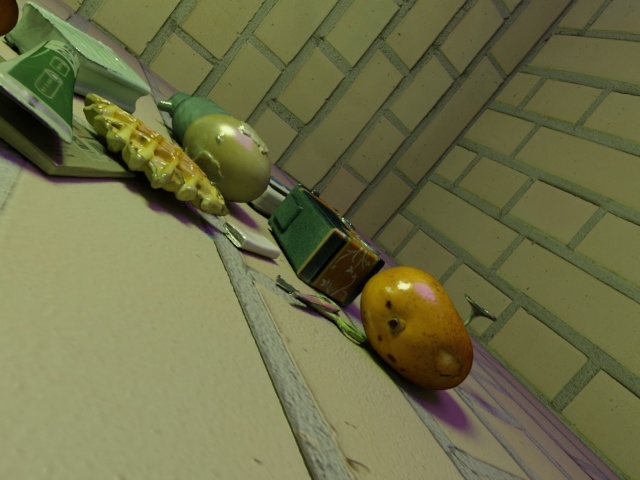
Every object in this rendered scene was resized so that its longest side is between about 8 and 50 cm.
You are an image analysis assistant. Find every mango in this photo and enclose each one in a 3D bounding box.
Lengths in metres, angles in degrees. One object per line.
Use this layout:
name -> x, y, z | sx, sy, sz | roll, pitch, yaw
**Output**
mango -> 0.185, 0.171, 0.855 | 0.290, 0.159, 0.191 | 48, 8, -37

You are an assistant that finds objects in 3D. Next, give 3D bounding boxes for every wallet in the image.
wallet -> -0.121, 0.001, 0.839 | 0.061, 0.025, 0.122 | 45, 9, 25

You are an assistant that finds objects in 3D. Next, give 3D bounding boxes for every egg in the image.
egg -> -0.193, -0.166, 0.983 | 0.201, 0.164, 0.164 | 45, 6, -11

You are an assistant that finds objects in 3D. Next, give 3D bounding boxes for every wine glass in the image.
wine glass -> 0.315, 0.221, 1.100 | 0.122, 0.183, 0.122 | 40, 6, -5

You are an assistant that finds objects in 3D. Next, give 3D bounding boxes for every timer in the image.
timer -> -0.124, -0.109, 1.303 | 0.253, 0.078, 0.178 | 31, 14, -45

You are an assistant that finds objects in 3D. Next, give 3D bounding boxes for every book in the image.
book -> -0.379, -0.174, 0.587 | 0.282, 0.025, 0.215 | 40, 6, -2

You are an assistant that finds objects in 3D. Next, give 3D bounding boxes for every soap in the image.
soap -> -0.468, -0.352, 0.947 | 0.150, 0.094, 0.261 | 40, 7, 4

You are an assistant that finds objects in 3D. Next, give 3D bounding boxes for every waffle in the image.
waffle -> -0.256, -0.130, 0.769 | 0.261, 0.056, 0.250 | 45, 4, 22

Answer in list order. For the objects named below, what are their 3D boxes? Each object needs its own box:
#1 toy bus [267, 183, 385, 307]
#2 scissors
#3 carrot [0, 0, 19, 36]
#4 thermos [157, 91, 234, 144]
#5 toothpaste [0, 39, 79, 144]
toy bus -> 0.000, 0.000, 1.036 | 0.167, 0.139, 0.275 | 33, 12, -31
scissors -> -0.003, 0.108, 0.806 | 0.187, 0.020, 0.133 | 36, 5, -43
carrot -> -0.570, -0.424, 0.732 | 0.302, 0.139, 0.138 | 50, 11, 30
thermos -> -0.296, -0.300, 1.255 | 0.182, 0.145, 0.286 | -7, 41, -42
toothpaste -> -0.360, -0.215, 0.628 | 0.099, 0.061, 0.392 | 45, 4, -35
